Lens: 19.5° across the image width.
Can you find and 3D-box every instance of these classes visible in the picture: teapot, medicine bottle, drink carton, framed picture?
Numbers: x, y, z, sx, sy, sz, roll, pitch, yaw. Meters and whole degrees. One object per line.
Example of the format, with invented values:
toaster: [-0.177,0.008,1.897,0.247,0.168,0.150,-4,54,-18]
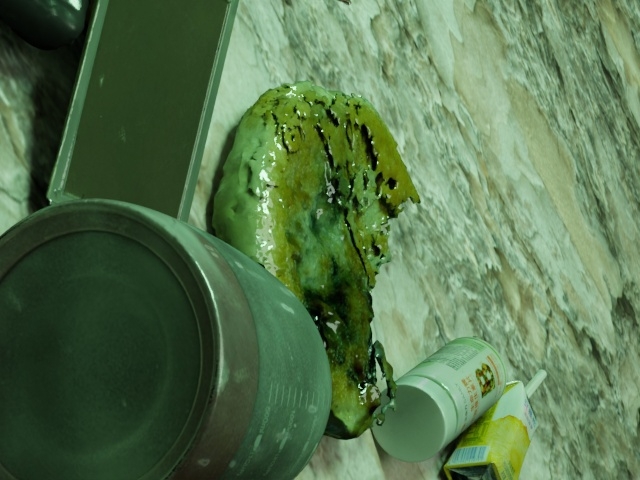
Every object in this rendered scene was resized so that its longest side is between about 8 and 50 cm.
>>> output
teapot: [-0.119,0.147,1.411,0.312,0.233,0.314,22,89,-62]
medicine bottle: [0.127,0.164,1.950,0.183,0.086,0.086,-28,104,-61]
drink carton: [0.198,0.209,2.071,0.084,0.075,0.200,64,30,-24]
framed picture: [-0.147,-0.125,1.567,0.197,0.014,0.252,28,73,-59]

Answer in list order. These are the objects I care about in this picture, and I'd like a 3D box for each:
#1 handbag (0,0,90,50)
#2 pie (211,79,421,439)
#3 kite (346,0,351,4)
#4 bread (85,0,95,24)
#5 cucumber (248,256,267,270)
handbag: [-0.264,-0.305,1.443,0.275,0.088,0.244,43,45,-51]
pie: [0.000,0.000,1.803,0.296,0.078,0.371,41,46,-46]
kite: [0.001,-0.322,2.006,0.159,0.010,0.190,59,32,-29]
bread: [-0.161,-0.268,1.631,0.116,0.077,0.200,33,51,-62]
cucumber: [-0.131,0.020,1.569,0.062,0.078,0.211,54,18,21]
